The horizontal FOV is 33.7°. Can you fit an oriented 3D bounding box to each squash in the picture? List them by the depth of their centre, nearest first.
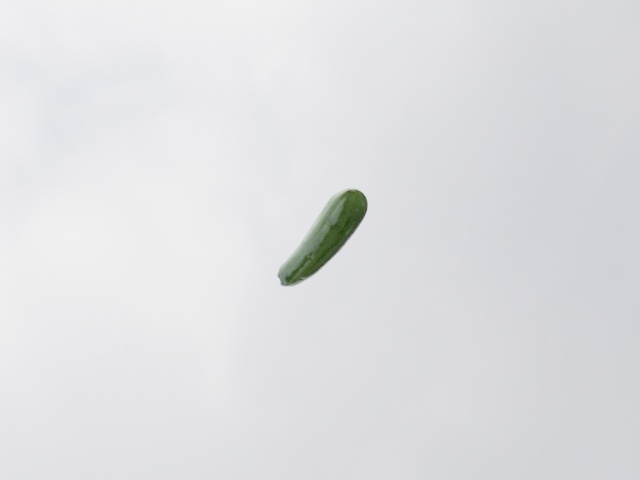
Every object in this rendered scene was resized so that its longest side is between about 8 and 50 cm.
[{"bbox_3d":[0.001,0.001,0.686,0.027,0.027,0.089,-1,-44,-47],"label":"squash"}]
